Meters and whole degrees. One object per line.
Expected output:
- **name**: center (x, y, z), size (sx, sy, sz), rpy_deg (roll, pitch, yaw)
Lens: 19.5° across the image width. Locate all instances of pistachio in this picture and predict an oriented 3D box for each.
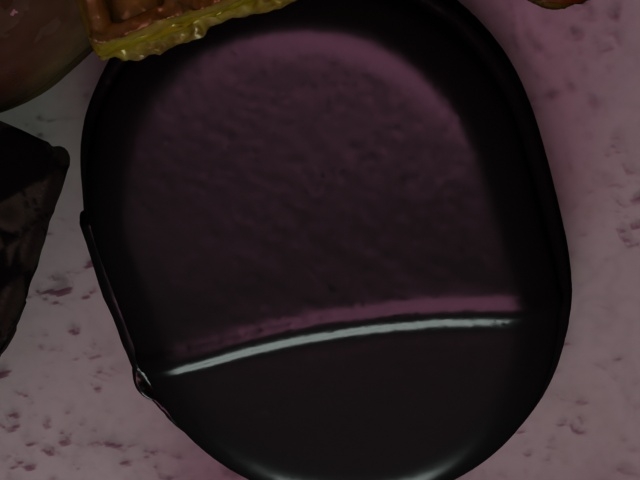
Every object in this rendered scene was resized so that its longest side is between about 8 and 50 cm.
- **pistachio**: center (-0.177, -0.122, 0.962), size (0.185, 0.126, 0.108), rpy_deg (-15, 152, 9)

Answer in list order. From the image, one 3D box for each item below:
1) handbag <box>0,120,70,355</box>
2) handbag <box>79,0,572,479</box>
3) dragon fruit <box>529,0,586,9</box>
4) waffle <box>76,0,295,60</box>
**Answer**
- **handbag**: center (-0.361, 0.001, 0.960), size (0.416, 0.180, 0.316), rpy_deg (22, 146, -6)
- **handbag**: center (0.000, 0.000, 0.991), size (0.254, 0.093, 0.308), rpy_deg (-13, 110, 11)
- **dragon fruit**: center (0.138, -0.154, 0.912), size (0.096, 0.102, 0.147), rpy_deg (43, 106, -13)
- **waffle**: center (-0.036, -0.223, 0.891), size (0.229, 0.057, 0.219), rpy_deg (-20, 83, 2)
